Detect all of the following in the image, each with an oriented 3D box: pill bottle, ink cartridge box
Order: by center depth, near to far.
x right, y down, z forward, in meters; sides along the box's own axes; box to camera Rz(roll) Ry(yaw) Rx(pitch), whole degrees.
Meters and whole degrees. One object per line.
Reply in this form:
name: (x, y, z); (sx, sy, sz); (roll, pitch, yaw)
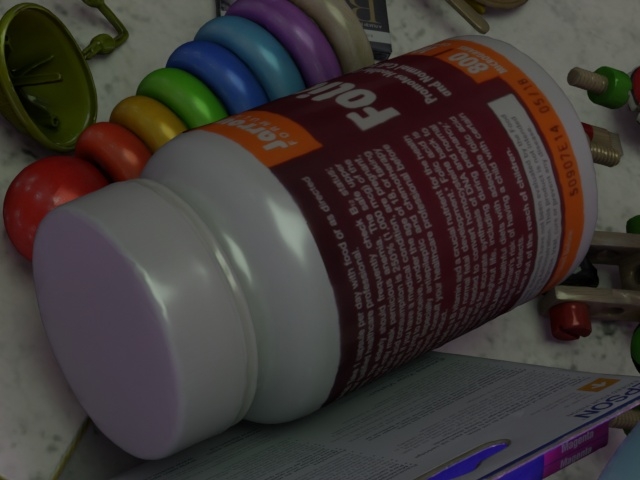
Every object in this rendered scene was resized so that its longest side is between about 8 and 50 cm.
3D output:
ink cartridge box: (0.025, 0.167, 1.057); (0.324, 0.330, 0.071); (-22, 103, -29)
pill bottle: (0.000, 0.000, 1.162); (0.392, 0.224, 0.224); (-24, 74, -34)

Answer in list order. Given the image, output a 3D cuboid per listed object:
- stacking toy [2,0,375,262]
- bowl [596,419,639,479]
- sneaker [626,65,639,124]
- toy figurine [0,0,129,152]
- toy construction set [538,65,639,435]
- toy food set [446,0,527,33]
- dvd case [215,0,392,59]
stacking toy: (-0.112, -0.087, 1.248); (0.330, 0.141, 0.141); (-38, 82, -29)
bowl: (0.297, 0.267, 1.094); (0.163, 0.311, 0.311); (22, 47, 37)
sneaker: (0.418, -0.162, 1.499); (0.279, 0.118, 0.107); (-8, 62, -26)
toy figurine: (-0.340, -0.226, 1.231); (0.191, 0.217, 0.362); (-77, 147, -45)
toy construction set: (0.329, -0.013, 1.365); (0.237, 0.257, 0.309); (10, 36, -37)
toy food set: (0.153, -0.278, 1.510); (0.132, 0.038, 0.192); (45, 51, -3)
dvd case: (-0.022, -0.273, 1.443); (0.164, 0.018, 0.221); (5, 63, -20)
